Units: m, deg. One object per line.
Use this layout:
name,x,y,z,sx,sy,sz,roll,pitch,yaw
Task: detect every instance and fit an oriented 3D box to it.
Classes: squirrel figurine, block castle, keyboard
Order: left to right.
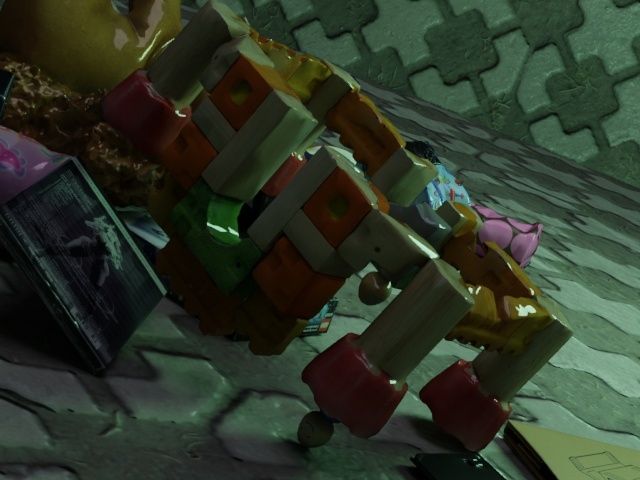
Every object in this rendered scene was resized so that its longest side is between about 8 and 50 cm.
squirrel figurine,-0.226,-0.153,1.693,0.370,0.281,0.397,26,40,-14
block castle,0.000,0.000,1.382,0.453,0.213,0.303,51,18,29
keyboard,0.162,0.237,1.240,0.108,0.023,0.180,4,21,-31

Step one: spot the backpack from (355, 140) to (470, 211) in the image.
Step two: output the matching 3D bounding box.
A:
backpack,0.125,-0.040,1.981,0.117,0.158,0.173,1,35,-34

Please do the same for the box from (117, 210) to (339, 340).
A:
box,-0.116,0.035,1.550,0.233,0.044,0.159,31,17,33

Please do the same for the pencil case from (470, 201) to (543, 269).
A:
pencil case,0.239,-0.028,2.209,0.209,0.095,0.098,26,50,11

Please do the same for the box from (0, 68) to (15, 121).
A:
box,-0.368,-0.064,1.223,0.153,0.207,0.108,19,14,-13

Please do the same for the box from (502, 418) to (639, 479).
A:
box,0.299,0.243,1.415,0.201,0.021,0.164,16,15,-22

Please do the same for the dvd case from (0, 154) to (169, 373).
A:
dvd case,-0.218,0.015,1.313,0.164,0.018,0.221,57,17,-9

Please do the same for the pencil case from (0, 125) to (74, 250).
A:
pencil case,-0.383,-0.081,1.451,0.284,0.124,0.124,22,14,4

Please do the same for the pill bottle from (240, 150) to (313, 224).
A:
pill bottle,-0.045,-0.061,1.855,0.123,0.123,0.219,12,17,-32

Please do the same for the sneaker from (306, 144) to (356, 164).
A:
sneaker,-0.019,-0.094,2.141,0.225,0.088,0.092,15,36,-24
